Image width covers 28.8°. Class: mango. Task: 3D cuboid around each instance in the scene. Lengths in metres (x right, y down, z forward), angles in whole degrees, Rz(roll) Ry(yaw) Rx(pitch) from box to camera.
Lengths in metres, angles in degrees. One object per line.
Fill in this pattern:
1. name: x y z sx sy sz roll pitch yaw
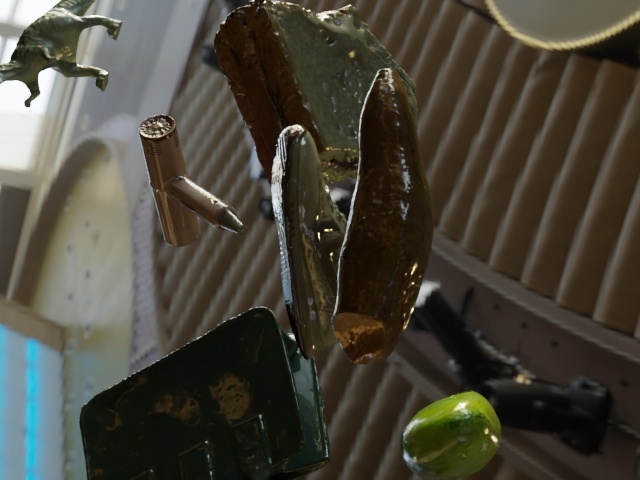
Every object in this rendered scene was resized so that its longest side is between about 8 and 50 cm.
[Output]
1. mango: 0.090 0.134 0.854 0.108 0.073 0.056 89 -25 -72

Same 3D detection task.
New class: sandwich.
1. sandwich: 0.013 -0.224 1.884 0.131 0.325 0.262 -29 -101 36

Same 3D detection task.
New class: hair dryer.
1. hair dryer: -0.150 -0.036 1.627 0.220 0.053 0.195 38 -31 37

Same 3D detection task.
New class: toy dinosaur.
1. toy dinosaur: -0.282 -0.263 1.556 0.383 0.129 0.076 -45 171 -34

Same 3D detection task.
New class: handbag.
1. handbag: -0.150 0.249 1.585 0.326 0.089 0.238 -28 -132 17

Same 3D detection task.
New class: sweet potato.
1. sweet potato: 0.056 -0.023 0.987 0.077 0.077 0.244 -14 -117 60

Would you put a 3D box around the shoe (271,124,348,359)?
1. shoe: 0.000 0.000 1.409 0.103 0.098 0.275 -122 -157 -63
